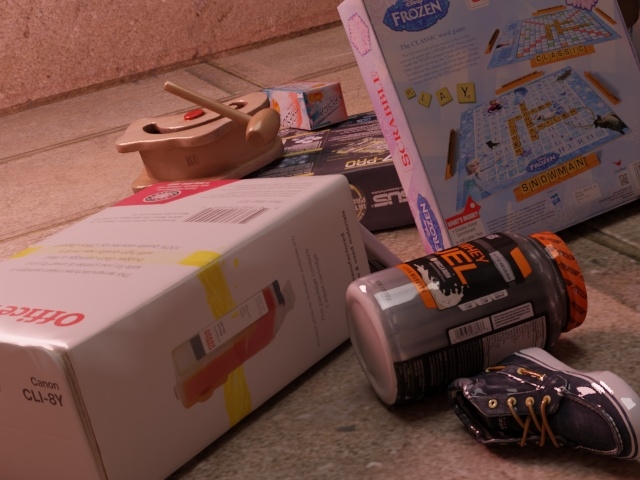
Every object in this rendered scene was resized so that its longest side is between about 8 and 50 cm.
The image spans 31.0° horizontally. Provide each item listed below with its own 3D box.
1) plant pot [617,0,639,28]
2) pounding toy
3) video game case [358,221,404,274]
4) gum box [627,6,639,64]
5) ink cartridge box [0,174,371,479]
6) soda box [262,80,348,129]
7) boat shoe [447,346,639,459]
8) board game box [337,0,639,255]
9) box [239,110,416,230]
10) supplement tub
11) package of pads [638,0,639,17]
[{"bbox_3d":[0.300,-0.214,1.534,0.263,0.229,0.263,-12,19,4],"label":"plant pot"},{"bbox_3d":[-0.149,-0.160,1.507,0.270,0.154,0.154,-3,27,32],"label":"pounding toy"},{"bbox_3d":[0.000,0.000,1.261,0.143,0.157,0.019,2,64,38],"label":"video game case"},{"bbox_3d":[0.567,-0.372,1.948,0.184,0.157,0.041,-13,46,1],"label":"gum box"},{"bbox_3d":[-0.172,0.077,1.095,0.279,0.160,0.385,1,23,39],"label":"ink cartridge box"},{"bbox_3d":[-0.025,-0.202,1.711,0.063,0.058,0.183,-17,13,-18],"label":"soda box"},{"bbox_3d":[0.167,0.132,0.861,0.083,0.065,0.183,-20,12,-16],"label":"boat shoe"},{"bbox_3d":[0.217,-0.162,1.292,0.319,0.318,0.066,-20,1,-23],"label":"board game box"},{"bbox_3d":[-0.019,-0.088,1.596,0.395,0.097,0.318,-10,16,10],"label":"box"},{"bbox_3d":[0.127,0.062,1.004,0.190,0.117,0.117,-18,19,-15],"label":"supplement tub"},{"bbox_3d":[0.539,-0.300,1.519,0.229,0.296,0.101,-7,26,16],"label":"package of pads"}]
